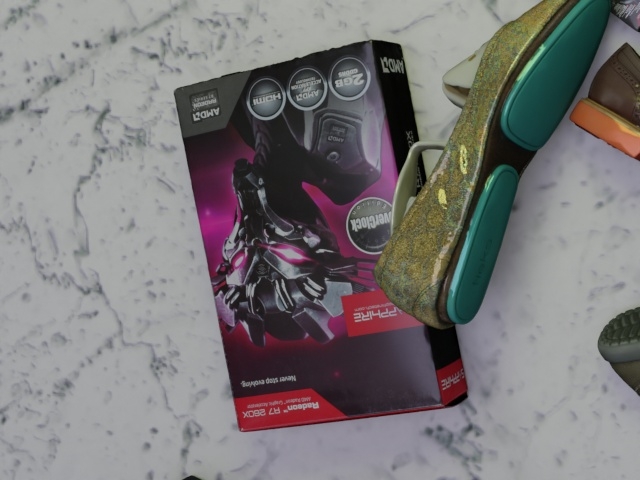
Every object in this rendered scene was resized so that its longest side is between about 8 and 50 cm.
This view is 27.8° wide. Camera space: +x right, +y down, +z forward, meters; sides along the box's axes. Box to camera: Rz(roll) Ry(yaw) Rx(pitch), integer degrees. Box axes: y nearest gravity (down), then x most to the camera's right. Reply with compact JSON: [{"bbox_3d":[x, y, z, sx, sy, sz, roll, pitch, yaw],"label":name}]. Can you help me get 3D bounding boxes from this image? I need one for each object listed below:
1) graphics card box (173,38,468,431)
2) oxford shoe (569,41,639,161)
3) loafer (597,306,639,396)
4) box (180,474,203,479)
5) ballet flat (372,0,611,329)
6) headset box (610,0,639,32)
[{"bbox_3d":[0.000,0.000,1.314,0.233,0.094,0.370,-10,90,25],"label":"graphics card box"},{"bbox_3d":[0.359,-0.086,1.145,0.271,0.097,0.098,31,101,19],"label":"oxford shoe"},{"bbox_3d":[0.381,0.093,1.163,0.251,0.094,0.087,-12,114,34],"label":"loafer"},{"bbox_3d":[-0.159,0.356,1.382,0.093,0.158,0.156,20,103,21],"label":"box"},{"bbox_3d":[0.145,-0.092,1.180,0.123,0.123,0.348,24,91,21],"label":"ballet flat"},{"bbox_3d":[0.288,-0.237,1.195,0.083,0.032,0.062,40,110,15],"label":"headset box"}]
